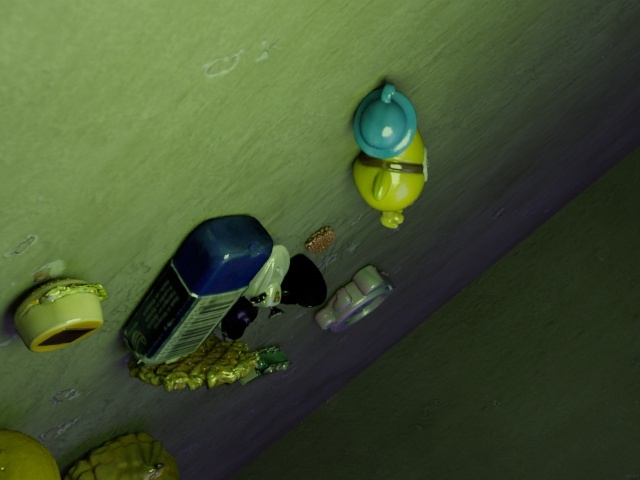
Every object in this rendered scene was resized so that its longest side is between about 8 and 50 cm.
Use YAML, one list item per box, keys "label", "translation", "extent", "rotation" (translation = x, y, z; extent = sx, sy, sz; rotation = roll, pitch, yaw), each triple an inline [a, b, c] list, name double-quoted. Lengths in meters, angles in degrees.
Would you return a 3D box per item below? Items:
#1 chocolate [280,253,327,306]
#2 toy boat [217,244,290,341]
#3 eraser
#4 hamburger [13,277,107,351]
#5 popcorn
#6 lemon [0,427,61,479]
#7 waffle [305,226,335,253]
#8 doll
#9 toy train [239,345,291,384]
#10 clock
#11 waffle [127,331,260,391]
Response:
- label: "chocolate"
  translation: [-0.063, 0.100, 1.517]
  extent: [0.149, 0.125, 0.080]
  rotation: [5, 159, -9]
- label: "toy boat"
  translation: [-0.152, 0.116, 1.340]
  extent: [0.269, 0.140, 0.141]
  rotation: [-34, 166, 36]
- label: "eraser"
  translation: [-0.230, 0.097, 1.200]
  extent: [0.155, 0.101, 0.332]
  rotation: [-9, 145, -52]
- label: "hamburger"
  translation: [-0.385, 0.106, 0.974]
  extent: [0.141, 0.081, 0.127]
  rotation: [-36, 163, 32]
- label: "popcorn"
  translation: [-0.545, 0.683, 1.731]
  extent: [0.382, 0.348, 0.349]
  rotation: [-17, 168, 20]
- label: "lemon"
  translation: [-0.587, 0.454, 1.173]
  extent: [0.228, 0.228, 0.253]
  rotation: [-40, 145, 7]
- label: "waffle"
  translation: [0.000, 0.000, 1.493]
  extent: [0.075, 0.029, 0.083]
  rotation: [-38, 159, -3]
- label: "doll"
  translation: [0.131, -0.165, 1.227]
  extent: [0.363, 0.145, 0.199]
  rotation: [77, 27, -60]
- label: "toy train"
  translation: [-0.172, 0.377, 1.980]
  extent: [0.125, 0.080, 0.194]
  rotation: [-32, 165, 14]
- label: "clock"
  translation: [0.107, 0.187, 2.020]
  extent: [0.248, 0.090, 0.227]
  rotation: [-39, 160, 9]
- label: "waffle"
  translation: [-0.261, 0.248, 1.341]
  extent: [0.245, 0.254, 0.052]
  rotation: [-11, 103, -38]
